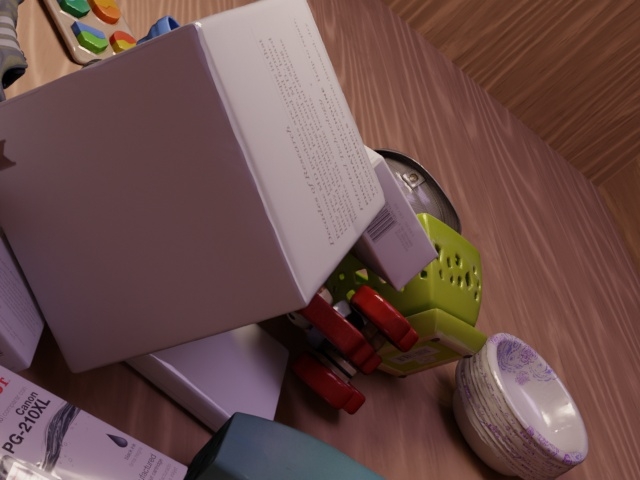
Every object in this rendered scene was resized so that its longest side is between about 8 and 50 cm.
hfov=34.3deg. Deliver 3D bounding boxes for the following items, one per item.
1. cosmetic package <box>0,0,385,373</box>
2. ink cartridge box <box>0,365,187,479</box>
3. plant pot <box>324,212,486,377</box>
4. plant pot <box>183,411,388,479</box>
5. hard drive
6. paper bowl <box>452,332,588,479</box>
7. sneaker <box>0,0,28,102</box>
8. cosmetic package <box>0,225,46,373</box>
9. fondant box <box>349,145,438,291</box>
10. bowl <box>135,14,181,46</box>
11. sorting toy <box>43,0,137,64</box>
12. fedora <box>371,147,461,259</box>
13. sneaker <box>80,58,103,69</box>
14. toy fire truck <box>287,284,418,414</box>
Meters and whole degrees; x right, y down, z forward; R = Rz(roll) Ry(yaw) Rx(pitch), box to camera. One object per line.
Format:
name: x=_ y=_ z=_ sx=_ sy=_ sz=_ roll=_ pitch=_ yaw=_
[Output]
cosmetic package: x=-0.159 y=-0.091 z=1.293 sx=0.327 sy=0.329 sz=0.393 roll=68 pitch=22 yaw=-12
ink cartridge box: x=-0.278 y=0.253 z=1.027 sx=0.237 sy=0.100 sz=0.172 roll=29 pitch=31 yaw=-4
plant pot: x=0.153 y=0.110 z=1.814 sx=0.227 sy=0.228 sz=0.207 roll=29 pitch=47 yaw=-51
plant pot: x=-0.053 y=0.337 z=1.286 sx=0.234 sy=0.165 sz=0.165 roll=37 pitch=27 yaw=-7
hard drive: x=-0.201 y=0.122 z=1.467 sx=0.353 sy=0.047 sz=0.233 roll=41 pitch=26 yaw=-15
paper bowl: x=0.363 y=0.329 z=1.962 sx=0.284 sy=0.148 sz=0.284 roll=38 pitch=27 yaw=-23
sneaker: x=-0.491 y=-0.291 z=1.536 sx=0.121 sy=0.111 sz=0.300 roll=47 pitch=29 yaw=-28
cosmetic package: x=-0.377 y=0.047 z=1.213 sx=0.231 sy=0.085 sz=0.117 roll=-90 pitch=157 yaw=-56
fondant box: x=0.021 y=-0.088 z=1.667 sx=0.330 sy=0.096 sz=0.238 roll=41 pitch=-11 yaw=48
bowl: x=-0.183 y=-0.192 z=1.750 sx=0.391 sy=0.077 sz=0.391 roll=58 pitch=5 yaw=-8
sorting toy: x=-0.399 y=-0.384 z=1.862 sx=0.208 sy=0.038 sz=0.193 roll=5 pitch=49 yaw=-56
fedora: x=0.140 y=-0.052 z=2.106 sx=0.124 sy=0.244 sz=0.275 roll=-35 pitch=86 yaw=-35
sneaker: x=-0.284 y=-0.198 z=1.719 sx=0.267 sy=0.101 sz=0.106 roll=52 pitch=23 yaw=5
toy fire truck: x=-0.001 y=0.121 z=1.602 sx=0.254 sy=0.169 sz=0.302 roll=40 pitch=-4 yaw=16
